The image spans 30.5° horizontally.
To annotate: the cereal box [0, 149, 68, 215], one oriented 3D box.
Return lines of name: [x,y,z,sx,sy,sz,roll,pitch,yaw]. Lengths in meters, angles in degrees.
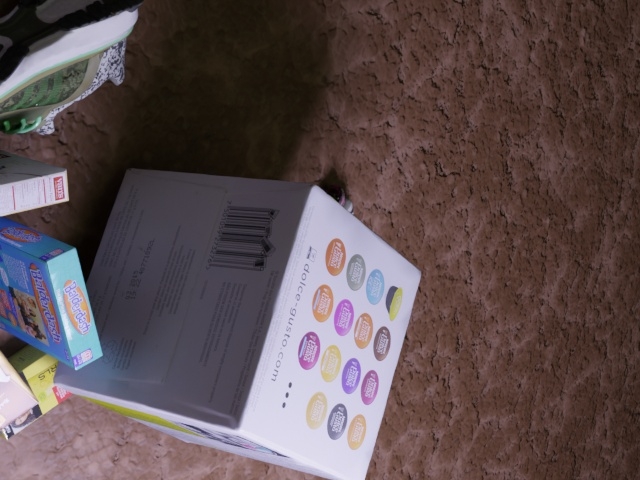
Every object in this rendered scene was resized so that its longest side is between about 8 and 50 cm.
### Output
cereal box: [-0.457,-0.061,1.444,0.240,0.173,0.047,-18,114,-41]

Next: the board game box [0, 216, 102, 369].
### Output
board game box: [-0.377,0.063,1.538,0.047,0.210,0.160,-28,123,-36]

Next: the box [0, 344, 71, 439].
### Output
box: [-0.381,0.181,1.683,0.232,0.058,0.087,-35,124,-32]

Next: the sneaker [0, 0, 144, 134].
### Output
sneaker: [-0.391,-0.185,1.506,0.410,0.158,0.182,-34,143,-27]

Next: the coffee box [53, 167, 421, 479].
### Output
coffee box: [-0.107,0.123,1.679,0.334,0.338,0.338,38,65,-51]

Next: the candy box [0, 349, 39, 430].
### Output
candy box: [-0.465,0.171,1.531,0.109,0.053,0.187,-37,123,-13]

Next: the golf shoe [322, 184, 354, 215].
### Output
golf shoe: [0.000,0.000,2.000,0.186,0.067,0.086,-54,135,-18]
